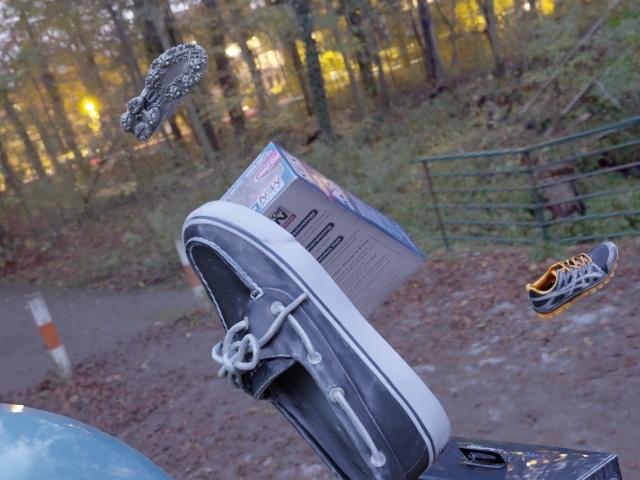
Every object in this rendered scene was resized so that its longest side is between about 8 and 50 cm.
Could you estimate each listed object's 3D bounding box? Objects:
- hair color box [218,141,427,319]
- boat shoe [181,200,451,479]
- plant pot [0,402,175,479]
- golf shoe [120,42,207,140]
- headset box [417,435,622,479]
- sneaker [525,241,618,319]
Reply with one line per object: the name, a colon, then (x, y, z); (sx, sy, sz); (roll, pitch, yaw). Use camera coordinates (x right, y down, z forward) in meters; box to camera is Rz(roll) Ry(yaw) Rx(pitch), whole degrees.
hair color box: (0.000, 0.000, 1.130); (0.174, 0.347, 0.105); (-46, 46, 15)
boat shoe: (-0.034, 0.092, 0.590); (0.105, 0.306, 0.113); (-32, -17, -38)
plant pot: (-0.167, 0.232, 0.258); (0.290, 0.290, 0.195); (-19, 9, -6)
golf shoe: (-0.234, -0.232, 1.060); (0.176, 0.069, 0.086); (-43, 8, 16)
headset box: (0.216, 0.365, 0.780); (0.131, 0.282, 0.246); (-11, 0, -39)
sneaker: (0.523, 0.073, 1.444); (0.215, 0.083, 0.084); (-41, 21, 4)
